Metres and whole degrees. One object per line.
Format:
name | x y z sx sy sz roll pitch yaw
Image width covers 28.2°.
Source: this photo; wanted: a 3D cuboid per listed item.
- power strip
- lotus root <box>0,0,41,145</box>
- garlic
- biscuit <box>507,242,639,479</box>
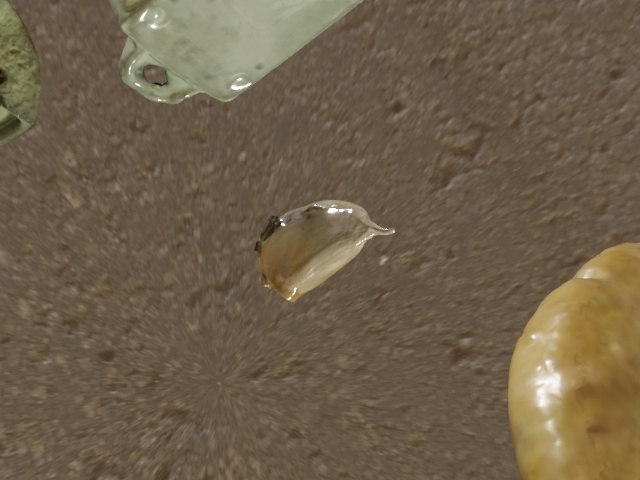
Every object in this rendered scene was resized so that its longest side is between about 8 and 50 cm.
power strip | 0.028 -0.148 0.475 0.272 0.078 0.052 -35 52 18
lotus root | -0.397 -0.199 1.306 0.235 0.119 0.138 37 60 -27
garlic | 0.003 0.000 1.237 0.152 0.066 0.084 -33 65 17
biscuit | 0.306 0.188 0.785 0.429 0.104 0.446 7 53 -32
